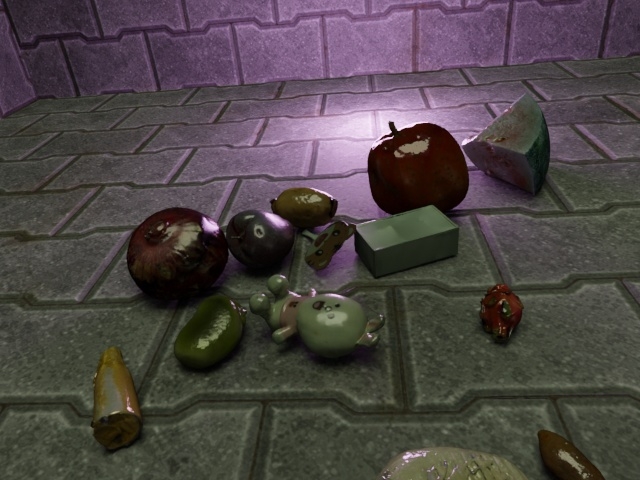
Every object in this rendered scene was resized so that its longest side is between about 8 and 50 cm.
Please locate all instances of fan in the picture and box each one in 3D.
[{"bbox_3d":[0.000,0.000,1.318,0.152,0.008,0.226,-49,27,-9],"label":"fan"}]

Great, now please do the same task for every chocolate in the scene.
[{"bbox_3d":[-0.374,0.273,0.926,0.085,0.086,0.219,-16,29,-17],"label":"chocolate"}]

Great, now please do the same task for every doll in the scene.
[{"bbox_3d":[-0.004,0.160,1.022,0.275,0.113,0.155,16,46,20],"label":"doll"}]

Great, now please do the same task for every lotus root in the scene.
[{"bbox_3d":[-0.056,-0.094,1.432,0.220,0.125,0.118,2,72,22],"label":"lotus root"}]

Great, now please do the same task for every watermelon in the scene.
[{"bbox_3d":[0.574,-0.296,1.585,0.258,0.228,0.387,-4,39,19],"label":"watermelon"}]

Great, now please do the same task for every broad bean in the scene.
[{"bbox_3d":[-0.220,0.187,1.041,0.124,0.082,0.174,2,42,14],"label":"broad bean"}]

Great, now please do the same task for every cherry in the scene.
[{"bbox_3d":[-0.153,-0.005,1.284,0.176,0.140,0.176,16,17,-5],"label":"cherry"}]

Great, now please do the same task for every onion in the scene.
[{"bbox_3d":[-0.345,0.025,1.213,0.246,0.190,0.246,-7,48,8],"label":"onion"}]

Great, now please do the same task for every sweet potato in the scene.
[{"bbox_3d":[0.369,0.350,0.693,0.065,0.051,0.218,-7,32,-10],"label":"sweet potato"}]

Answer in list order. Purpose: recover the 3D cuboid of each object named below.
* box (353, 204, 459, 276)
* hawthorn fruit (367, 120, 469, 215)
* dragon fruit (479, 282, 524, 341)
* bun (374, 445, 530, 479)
[{"bbox_3d":[0.210,0.000,1.260,0.225,0.086,0.129,-14,33,-13],"label":"box"},{"bbox_3d":[0.259,-0.199,1.410,0.275,0.300,0.275,-26,19,9],"label":"hawthorn fruit"},{"bbox_3d":[0.359,0.144,1.008,0.081,0.086,0.116,30,39,-14],"label":"dragon fruit"},{"bbox_3d":[0.171,0.372,0.587,0.272,0.168,0.273,6,34,-4],"label":"bun"}]
